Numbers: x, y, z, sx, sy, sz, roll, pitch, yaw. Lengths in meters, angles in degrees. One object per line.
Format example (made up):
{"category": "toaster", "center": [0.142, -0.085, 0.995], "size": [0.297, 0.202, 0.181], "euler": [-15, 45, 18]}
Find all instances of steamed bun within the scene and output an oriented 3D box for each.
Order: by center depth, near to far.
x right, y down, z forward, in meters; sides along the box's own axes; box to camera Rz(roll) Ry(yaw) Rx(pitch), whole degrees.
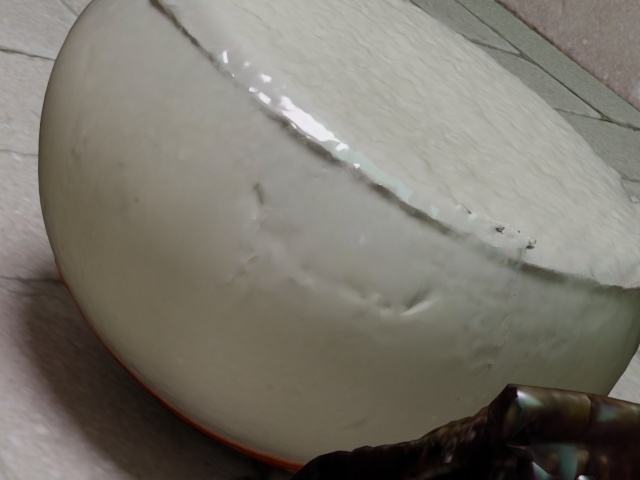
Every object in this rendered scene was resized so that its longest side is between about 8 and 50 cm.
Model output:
{"category": "steamed bun", "center": [0.000, 0.000, 1.074], "size": [0.374, 0.241, 0.374], "euler": [32, 19, -12]}

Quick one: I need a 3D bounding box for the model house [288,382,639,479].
{"category": "model house", "center": [0.118, 0.195, 0.688], "size": [0.317, 0.282, 0.297], "euler": [17, 22, -33]}
